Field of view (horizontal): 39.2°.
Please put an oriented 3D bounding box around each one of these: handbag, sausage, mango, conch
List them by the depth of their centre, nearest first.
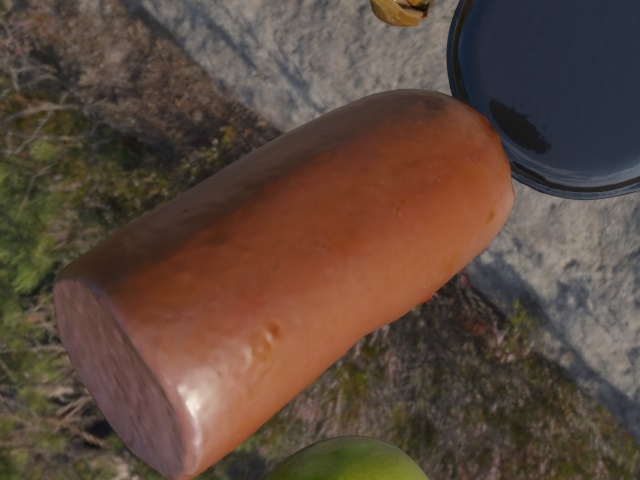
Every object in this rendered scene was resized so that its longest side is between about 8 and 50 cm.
[{"bbox_3d":[0.000,0.000,0.452,0.113,0.259,0.114,33,141,31],"label":"sausage"},{"bbox_3d":[0.260,-0.170,0.767,0.308,0.093,0.254,-29,87,18],"label":"handbag"},{"bbox_3d":[0.023,0.298,0.952,0.149,0.273,0.186,-2,102,38],"label":"mango"},{"bbox_3d":[0.113,-0.412,1.514,0.093,0.330,0.109,-6,94,37],"label":"conch"}]
